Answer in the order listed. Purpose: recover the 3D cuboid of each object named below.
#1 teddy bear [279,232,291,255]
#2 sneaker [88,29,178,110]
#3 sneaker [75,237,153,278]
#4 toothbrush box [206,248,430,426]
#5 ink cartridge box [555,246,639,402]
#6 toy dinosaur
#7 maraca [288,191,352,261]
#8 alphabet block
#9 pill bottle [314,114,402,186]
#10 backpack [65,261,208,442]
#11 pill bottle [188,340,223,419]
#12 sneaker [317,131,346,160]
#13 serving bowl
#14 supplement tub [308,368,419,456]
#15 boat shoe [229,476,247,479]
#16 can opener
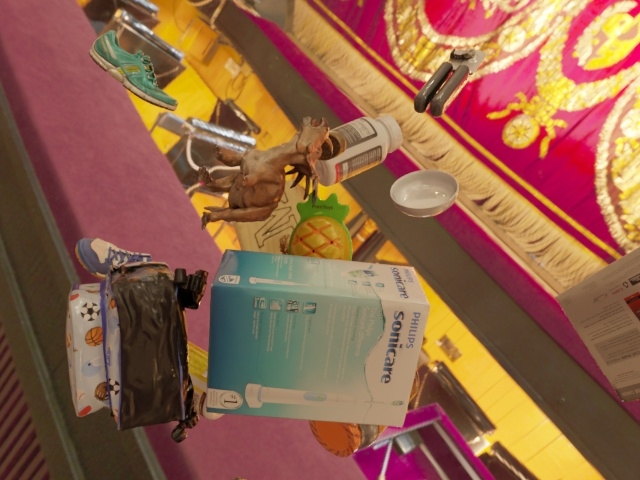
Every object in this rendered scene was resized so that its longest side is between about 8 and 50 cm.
[{"bbox_3d":[-0.080,0.149,1.059,0.113,0.338,0.245,6,-7,42],"label":"teddy bear"},{"bbox_3d":[-0.507,-0.466,1.376,0.275,0.110,0.107,40,3,-11],"label":"sneaker"},{"bbox_3d":[-0.551,0.060,1.422,0.296,0.131,0.112,44,31,-53],"label":"sneaker"},{"bbox_3d":[-0.010,0.144,0.738,0.295,0.216,0.126,5,22,-2],"label":"toothbrush box"},{"bbox_3d":[0.699,0.166,1.039,0.130,0.309,0.272,-17,68,-19],"label":"ink cartridge box"},{"bbox_3d":[-0.107,-0.096,0.922,0.200,0.295,0.127,3,59,-37],"label":"toy dinosaur"},{"bbox_3d":[0.000,0.000,0.950,0.127,0.186,0.099,4,1,11],"label":"maraca"},{"bbox_3d":[-0.088,-0.002,1.264,0.197,0.193,0.192,69,8,27],"label":"alphabet block"},{"bbox_3d":[0.119,-0.323,1.722,0.176,0.318,0.176,52,-22,32],"label":"pill bottle"},{"bbox_3d":[-0.305,0.156,0.825,0.213,0.276,0.263,3,7,-16],"label":"backpack"},{"bbox_3d":[-0.289,0.296,1.099,0.215,0.117,0.117,23,12,23],"label":"pill bottle"},{"bbox_3d":[0.008,-0.221,1.154,0.086,0.192,0.064,-28,104,-37],"label":"sneaker"},{"bbox_3d":[0.131,-0.055,0.621,0.083,0.083,0.027,-114,-174,-52],"label":"serving bowl"},{"bbox_3d":[0.123,0.439,1.379,0.193,0.193,0.316,46,41,17],"label":"supplement tub"},{"bbox_3d":[-0.211,0.681,1.043,0.130,0.132,0.355,11,43,20],"label":"boat shoe"},{"bbox_3d":[0.293,-0.351,1.104,0.074,0.093,0.280,19,48,26],"label":"can opener"}]
